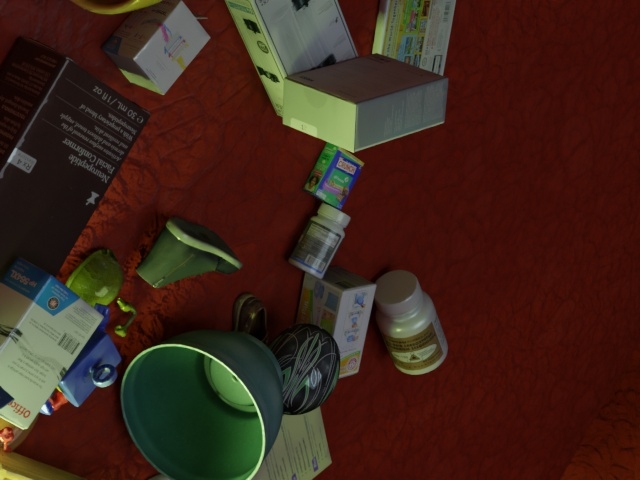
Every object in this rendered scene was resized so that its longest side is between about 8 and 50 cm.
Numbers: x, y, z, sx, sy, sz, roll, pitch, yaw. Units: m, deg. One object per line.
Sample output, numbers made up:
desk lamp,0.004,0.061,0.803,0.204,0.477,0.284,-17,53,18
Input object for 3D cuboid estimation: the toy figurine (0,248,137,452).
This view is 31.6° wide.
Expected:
toy figurine,-0.370,0.190,1.795,0.362,0.217,0.191,-47,129,-31

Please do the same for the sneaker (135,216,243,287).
sneaker,-0.236,0.037,2.015,0.118,0.083,0.222,-47,147,9

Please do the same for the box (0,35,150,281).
box,-0.441,-0.086,1.678,0.191,0.143,0.381,33,86,-50

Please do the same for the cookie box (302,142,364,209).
cookie box,0.026,-0.127,2.218,0.092,0.040,0.107,29,87,-48

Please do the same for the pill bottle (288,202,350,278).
pill bottle,0.000,0.000,2.227,0.078,0.078,0.137,32,85,-49

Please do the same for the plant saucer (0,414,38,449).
plant saucer,-0.538,0.282,1.839,0.200,0.037,0.199,-23,125,-37

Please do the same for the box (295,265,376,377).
box,0.023,0.169,2.308,0.103,0.114,0.203,-8,116,-45

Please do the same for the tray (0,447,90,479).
tray,-0.424,0.512,1.935,0.411,0.076,0.202,31,100,-32

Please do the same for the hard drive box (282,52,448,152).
hard drive box,0.078,-0.245,1.971,0.232,0.181,0.089,-20,124,-38

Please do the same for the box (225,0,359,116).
box,-0.044,-0.363,1.989,0.169,0.087,0.290,-46,136,-20

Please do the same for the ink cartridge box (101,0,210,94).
ink cartridge box,-0.254,-0.320,1.788,0.143,0.092,0.090,-54,138,-13

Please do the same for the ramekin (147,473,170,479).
ramekin,-0.287,0.595,2.191,0.273,0.127,0.272,-23,124,-38

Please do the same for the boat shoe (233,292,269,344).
boat shoe,-0.134,0.192,2.196,0.064,0.060,0.177,-19,122,-40

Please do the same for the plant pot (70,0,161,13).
plant pot,-0.248,-0.469,1.623,0.239,0.254,0.253,-33,133,-52

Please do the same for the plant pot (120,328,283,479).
plant pot,-0.185,0.280,2.049,0.196,0.293,0.293,-39,138,-56

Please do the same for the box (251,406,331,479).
box,-0.115,0.422,2.291,0.243,0.117,0.213,-35,131,-31

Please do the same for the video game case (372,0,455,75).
video game case,0.184,-0.407,2.254,0.206,0.026,0.226,-12,118,-43

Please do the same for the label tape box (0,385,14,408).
label tape box,-0.599,0.166,1.488,0.241,0.334,0.105,-34,131,-30

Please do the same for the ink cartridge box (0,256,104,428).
ink cartridge box,-0.431,0.150,1.633,0.203,0.086,0.148,-56,147,-14

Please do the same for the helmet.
helmet,-0.040,0.248,2.176,0.169,0.169,0.161,-33,164,-31

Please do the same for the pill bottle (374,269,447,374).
pill bottle,0.192,0.177,2.477,0.131,0.131,0.229,-44,135,-22
